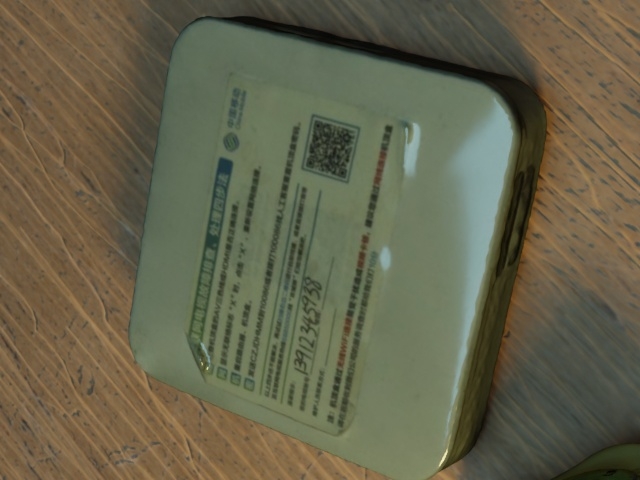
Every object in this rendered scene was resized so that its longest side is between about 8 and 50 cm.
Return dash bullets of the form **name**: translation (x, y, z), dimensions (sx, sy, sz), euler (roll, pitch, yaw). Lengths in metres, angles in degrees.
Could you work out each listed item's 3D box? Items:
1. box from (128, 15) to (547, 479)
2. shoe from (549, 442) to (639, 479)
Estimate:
- **box**: translation (0.001, -0.001, 1.274), dimensions (0.396, 0.111, 0.396), euler (19, 105, 28)
- **shoe**: translation (0.247, 0.272, 1.159), dimensions (0.140, 0.128, 0.262), euler (66, 149, 17)
